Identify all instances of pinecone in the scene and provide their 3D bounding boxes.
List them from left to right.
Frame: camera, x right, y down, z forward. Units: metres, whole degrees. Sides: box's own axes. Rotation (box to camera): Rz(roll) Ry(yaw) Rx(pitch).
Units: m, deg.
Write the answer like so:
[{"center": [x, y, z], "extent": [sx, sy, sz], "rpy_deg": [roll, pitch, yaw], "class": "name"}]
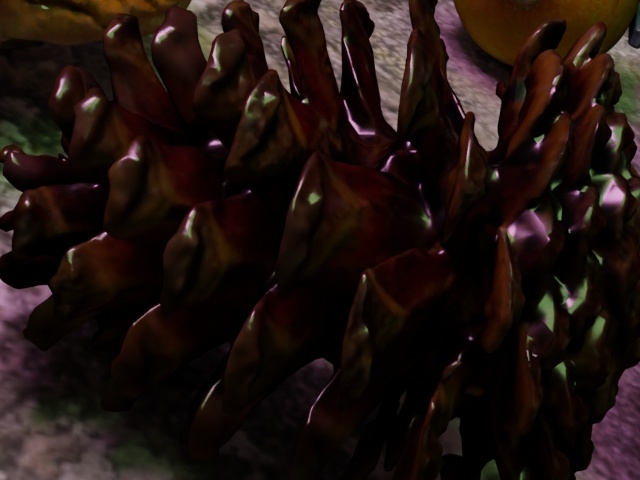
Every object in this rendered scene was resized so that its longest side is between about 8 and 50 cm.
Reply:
[{"center": [-0.001, 0.003, 0.570], "extent": [0.292, 0.246, 0.246], "rpy_deg": [12, 32, 7], "class": "pinecone"}]

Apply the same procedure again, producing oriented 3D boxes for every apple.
[{"center": [0.180, -0.214, 1.029], "extent": [0.146, 0.163, 0.147], "rpy_deg": [28, 20, 27], "class": "apple"}]

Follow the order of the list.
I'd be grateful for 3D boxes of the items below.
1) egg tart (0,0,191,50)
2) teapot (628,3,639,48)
[{"center": [-0.228, -0.223, 0.779], "extent": [0.352, 0.150, 0.352], "rpy_deg": [20, 43, -20], "class": "egg tart"}, {"center": [0.342, -0.131, 1.038], "extent": [0.203, 0.171, 0.225], "rpy_deg": [24, 26, 2], "class": "teapot"}]
